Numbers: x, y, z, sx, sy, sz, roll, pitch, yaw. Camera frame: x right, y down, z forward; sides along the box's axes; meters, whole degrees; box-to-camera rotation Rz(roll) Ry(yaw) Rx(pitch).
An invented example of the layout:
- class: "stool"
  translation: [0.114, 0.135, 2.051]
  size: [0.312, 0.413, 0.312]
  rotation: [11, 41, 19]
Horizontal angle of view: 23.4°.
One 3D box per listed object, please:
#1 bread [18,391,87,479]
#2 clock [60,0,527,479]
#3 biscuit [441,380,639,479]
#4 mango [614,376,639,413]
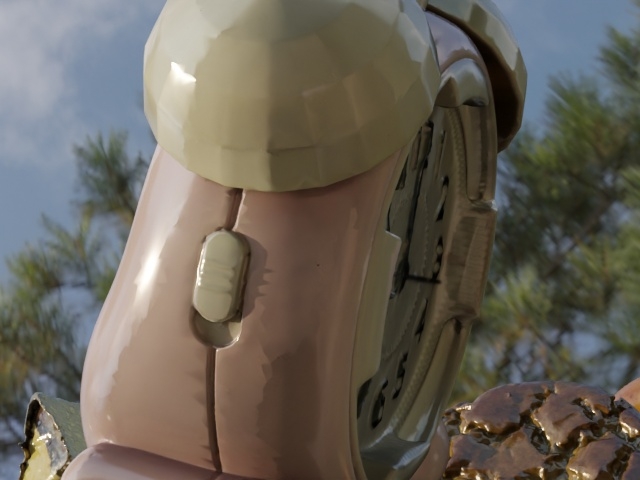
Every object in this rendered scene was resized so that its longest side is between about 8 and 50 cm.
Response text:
- class: "bread"
  translation: [-0.248, 0.237, 1.607]
  size: [0.127, 0.152, 0.147]
  rotation: [-41, -43, 21]
- class: "clock"
  translation: [0.000, 0.000, 0.869]
  size: [0.184, 0.342, 0.325]
  rotation: [17, -79, 12]
- class: "biscuit"
  translation: [0.158, 0.181, 1.207]
  size: [0.226, 0.226, 0.042]
  rotation: [-22, -61, -5]
- class: "mango"
  translation: [0.342, 0.160, 1.447]
  size: [0.165, 0.115, 0.089]
  rotation: [-19, -102, -10]
